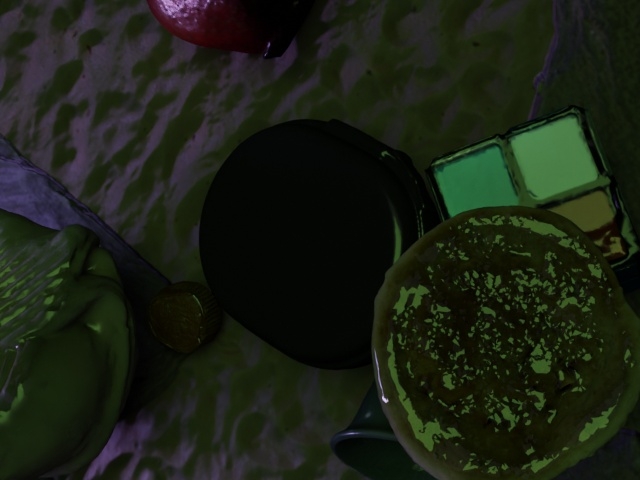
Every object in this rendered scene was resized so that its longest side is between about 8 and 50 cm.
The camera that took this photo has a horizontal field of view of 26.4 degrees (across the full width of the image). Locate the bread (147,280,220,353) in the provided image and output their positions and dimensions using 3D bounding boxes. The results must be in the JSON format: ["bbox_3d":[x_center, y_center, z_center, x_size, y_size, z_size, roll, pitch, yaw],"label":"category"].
[{"bbox_3d":[-0.155,0.088,1.574,0.085,0.053,0.085,4,102,21],"label":"bread"}]

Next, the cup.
[{"bbox_3d":[0.125,0.176,1.431,0.199,0.199,0.150,11,66,17],"label":"cup"}]

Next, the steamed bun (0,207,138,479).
[{"bbox_3d":[-0.341,0.139,1.539,0.324,0.219,0.310,7,66,41],"label":"steamed bun"}]

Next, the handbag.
[{"bbox_3d":[0.001,0.000,1.481,0.308,0.093,0.254,30,101,36],"label":"handbag"}]

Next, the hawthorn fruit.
[{"bbox_3d":[-0.111,-0.327,1.562,0.249,0.215,0.215,11,84,25],"label":"hawthorn fruit"}]

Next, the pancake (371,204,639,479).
[{"bbox_3d":[0.172,0.101,1.299,0.282,0.049,0.283,-3,74,10],"label":"pancake"}]

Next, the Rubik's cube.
[{"bbox_3d":[0.230,-0.017,1.425,0.183,0.167,0.180,-23,74,10],"label":"Rubik's cube"}]
